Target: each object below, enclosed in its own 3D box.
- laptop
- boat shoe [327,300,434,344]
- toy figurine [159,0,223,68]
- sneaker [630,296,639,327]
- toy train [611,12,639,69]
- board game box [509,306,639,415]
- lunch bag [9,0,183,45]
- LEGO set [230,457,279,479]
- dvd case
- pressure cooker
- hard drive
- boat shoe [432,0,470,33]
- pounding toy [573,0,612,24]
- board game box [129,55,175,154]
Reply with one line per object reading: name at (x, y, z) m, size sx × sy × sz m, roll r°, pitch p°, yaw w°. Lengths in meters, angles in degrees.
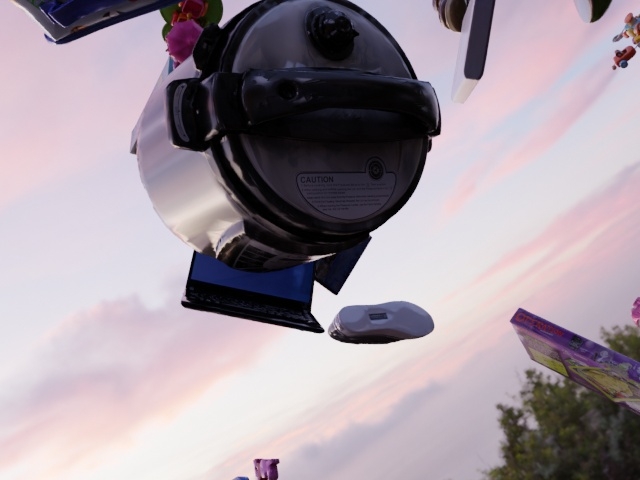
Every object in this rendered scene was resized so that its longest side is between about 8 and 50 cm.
laptop at (-0.110, 0.054, 1.237) m, size 0.264 × 0.234 × 0.137 m, roll -155°, pitch 77°, yaw -81°
boat shoe at (0.162, 0.233, 1.914) m, size 0.301 × 0.108 × 0.102 m, roll 0°, pitch -33°, yaw -28°
toy figurine at (-0.267, -0.395, 1.389) m, size 0.130 × 0.159 × 0.173 m, roll 19°, pitch -44°, yaw -22°
sneaker at (0.636, 0.104, 1.150) m, size 0.252 × 0.111 × 0.103 m, roll -20°, pitch 15°, yaw 13°
toy train at (0.749, -0.496, 1.744) m, size 0.125 × 0.046 × 0.166 m, roll -40°, pitch 23°, yaw 38°
board game box at (0.597, 0.278, 1.570) m, size 0.056 × 0.346 × 0.208 m, roll -55°, pitch -42°, yaw -9°
lunch bag at (-0.243, -0.366, 0.884) m, size 0.303 × 0.243 × 0.115 m, roll -14°, pitch -35°, yaw 20°
LEGO set at (-0.110, 0.518, 1.364) m, size 0.087 × 0.227 × 0.093 m, roll 12°, pitch -39°, yaw -35°
dvd case at (0.000, 0.000, 1.758) m, size 0.253 × 0.022 × 0.180 m, roll 38°, pitch -101°, yaw -32°
pressure cooker at (-0.052, -0.161, 1.065) m, size 0.420 × 0.375 × 0.370 m, roll -15°, pitch 34°, yaw 56°
hard drive at (0.314, -0.407, 1.476) m, size 0.307 × 0.040 × 0.203 m, roll -26°, pitch -56°, yaw -84°
boat shoe at (0.344, -0.603, 1.820) m, size 0.123 × 0.123 × 0.342 m, roll -2°, pitch 32°, yaw 29°
pounding toy at (0.481, -0.491, 1.198) m, size 0.110 × 0.183 × 0.237 m, roll -15°, pitch -39°, yaw 13°
board game box at (-0.320, -0.308, 1.833) m, size 0.253 × 0.079 × 0.336 m, roll 13°, pitch -31°, yaw -25°
